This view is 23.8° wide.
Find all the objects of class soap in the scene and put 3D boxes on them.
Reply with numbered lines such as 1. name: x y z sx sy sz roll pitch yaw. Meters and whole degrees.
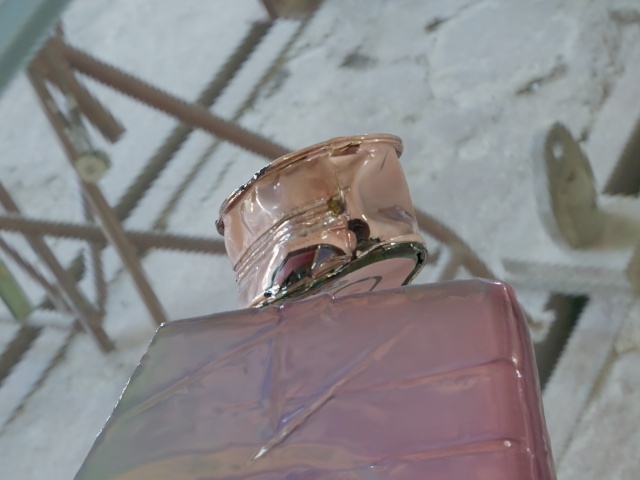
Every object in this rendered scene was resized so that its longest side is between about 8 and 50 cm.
1. soap: -0.008 0.177 0.472 0.193 0.109 0.323 -9 50 8

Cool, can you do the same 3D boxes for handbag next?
1. handbag: 0.001 0.001 1.306 0.179 0.205 0.116 -14 73 -28
